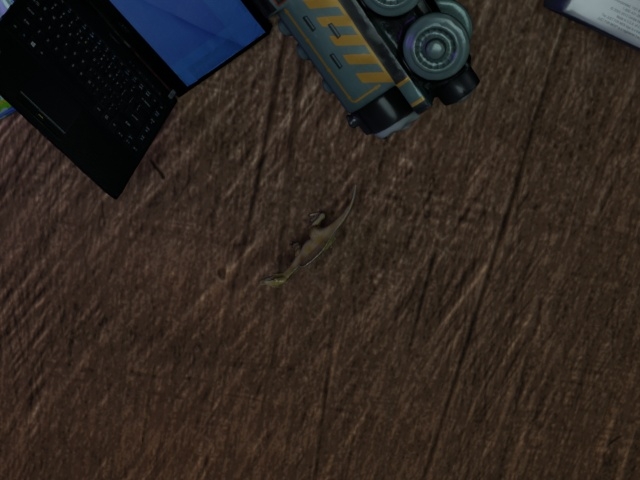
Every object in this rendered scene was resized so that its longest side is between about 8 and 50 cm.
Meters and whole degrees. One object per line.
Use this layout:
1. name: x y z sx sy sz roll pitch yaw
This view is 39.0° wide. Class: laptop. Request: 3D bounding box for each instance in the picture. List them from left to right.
1. laptop: -0.216 -0.224 1.039 0.136 0.264 0.234 -4 140 41

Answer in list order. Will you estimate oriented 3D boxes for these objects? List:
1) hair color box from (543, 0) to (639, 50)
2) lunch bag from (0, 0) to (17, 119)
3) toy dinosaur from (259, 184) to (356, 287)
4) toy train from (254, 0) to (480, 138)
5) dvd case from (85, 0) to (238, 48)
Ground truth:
1. hair color box: 0.430 -0.398 1.021 0.185 0.113 0.374 23 108 -6
2. lunch bag: -0.404 -0.261 1.087 0.176 0.090 0.219 -22 106 27
3. toy dinosaur: 0.000 0.000 1.170 0.053 0.092 0.183 41 104 -11
4. toy train: 0.043 -0.279 1.066 0.190 0.142 0.334 -31 106 23
5. dvd case: -0.242 -0.330 1.105 0.238 0.029 0.179 -20 106 7
